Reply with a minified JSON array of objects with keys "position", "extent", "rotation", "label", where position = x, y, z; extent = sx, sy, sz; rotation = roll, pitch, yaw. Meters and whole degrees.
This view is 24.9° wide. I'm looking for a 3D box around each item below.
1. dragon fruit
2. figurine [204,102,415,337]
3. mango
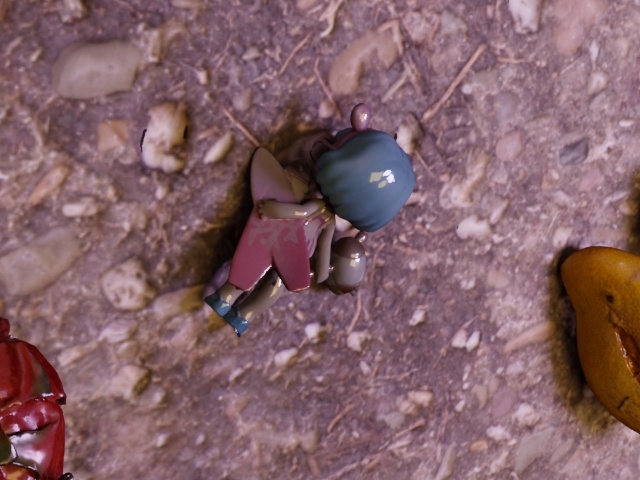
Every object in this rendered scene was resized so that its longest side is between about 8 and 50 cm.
[{"position":[-0.317,0.184,1.233],"extent":[0.234,0.234,0.293],"rotation":[-35,137,-24],"label":"dragon fruit"},{"position":[0.003,0.001,1.478],"extent":[0.260,0.103,0.205],"rotation":[-47,126,-4],"label":"figurine"},{"position":[0.398,0.134,1.785],"extent":[0.295,0.177,0.120],"rotation":[55,40,-29],"label":"mango"}]
